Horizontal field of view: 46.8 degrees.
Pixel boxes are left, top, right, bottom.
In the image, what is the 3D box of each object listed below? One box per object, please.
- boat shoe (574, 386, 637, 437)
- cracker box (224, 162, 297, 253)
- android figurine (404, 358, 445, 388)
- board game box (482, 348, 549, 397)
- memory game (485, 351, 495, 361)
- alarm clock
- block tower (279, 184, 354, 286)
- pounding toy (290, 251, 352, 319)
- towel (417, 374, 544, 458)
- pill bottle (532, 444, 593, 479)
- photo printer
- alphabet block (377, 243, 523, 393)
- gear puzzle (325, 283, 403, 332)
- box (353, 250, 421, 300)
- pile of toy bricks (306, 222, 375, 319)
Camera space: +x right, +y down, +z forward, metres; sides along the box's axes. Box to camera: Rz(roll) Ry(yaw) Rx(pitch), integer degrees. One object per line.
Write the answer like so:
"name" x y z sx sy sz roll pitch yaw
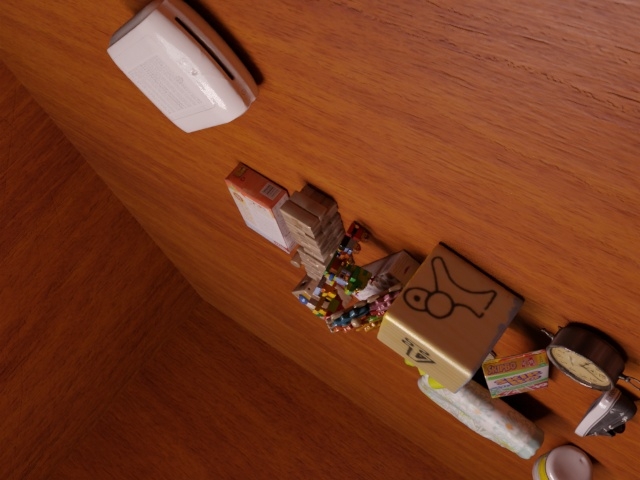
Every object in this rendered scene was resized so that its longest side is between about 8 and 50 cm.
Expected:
"boat shoe" 0.575 0.357 1.478 0.076 0.080 0.228 35 155 20
"cracker box" -0.138 -0.078 1.864 0.155 0.067 0.232 33 161 24
"android figurine" 0.248 0.219 1.687 0.248 0.056 0.273 68 158 5
"board game box" 0.400 0.273 1.504 0.124 0.039 0.259 -14 153 11
"memory game" 0.336 0.233 1.758 0.186 0.012 0.186 36 163 13
"alarm clock" 0.487 0.215 1.303 0.192 0.064 0.129 30 161 38
"block tower" 0.000 0.000 1.733 0.097 0.091 0.335 33 163 23
"pounding toy" -0.020 0.134 2.113 0.206 0.094 0.181 42 163 -10
"towel" 0.401 0.436 1.925 0.320 0.090 0.374 33 171 11
"pill bottle" 0.625 0.606 1.930 0.117 0.117 0.215 34 163 15
"photo printer" -0.260 -0.329 1.402 0.256 0.107 0.307 46 161 -22
"alphabet block" 0.247 0.157 1.446 0.197 0.192 0.193 36 161 13
"gear puzzle" 0.106 0.176 1.635 0.339 0.175 0.044 73 172 -76
"box" 0.141 0.087 1.705 0.063 0.067 0.324 40 162 -5
"pile of toy bricks" 0.067 0.072 1.608 0.105 0.212 0.118 29 148 1
